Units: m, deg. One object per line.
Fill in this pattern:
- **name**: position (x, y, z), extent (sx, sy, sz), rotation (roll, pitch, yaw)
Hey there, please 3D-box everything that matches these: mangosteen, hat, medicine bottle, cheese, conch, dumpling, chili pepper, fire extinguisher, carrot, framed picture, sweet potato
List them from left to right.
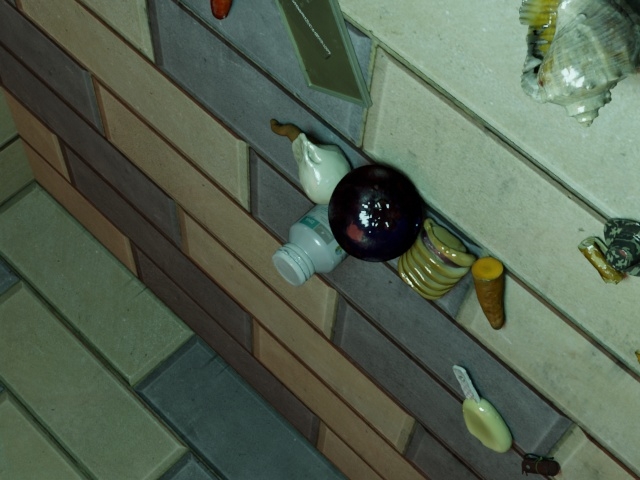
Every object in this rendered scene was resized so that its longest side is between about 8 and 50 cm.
- **chili pepper**: position (-0.196, -0.502, 1.987), extent (0.063, 0.071, 0.272), rotation (6, 157, 0)
- **sweet potato**: position (-0.057, -0.229, 2.207), extent (0.179, 0.044, 0.044), rotation (29, 151, 36)
- **framed picture**: position (-0.001, -0.369, 1.905), extent (0.184, 0.016, 0.250), rotation (25, 148, 45)
- **dumpling**: position (-0.001, -0.144, 2.148), extent (0.155, 0.111, 0.181), rotation (2, 108, 65)
- **medicine bottle**: position (0.000, 0.000, 2.237), extent (0.135, 0.215, 0.135), rotation (39, 155, 22)
- **mangosteen**: position (0.106, -0.053, 2.023), extent (0.194, 0.194, 0.230), rotation (49, 178, -2)
- **cheese**: position (0.371, 0.392, 2.417), extent (0.127, 0.050, 0.255), rotation (16, 140, 55)
- **carrot**: position (0.341, 0.116, 2.022), extent (0.061, 0.061, 0.209), rotation (32, 156, 34)
- **fire extinguisher**: position (0.510, 0.532, 2.400), extent (0.132, 0.039, 0.056), rotation (163, 100, -66)
- **conch**: position (0.325, -0.267, 1.305), extent (0.178, 0.163, 0.245), rotation (-2, 98, 43)
- **hat**: position (0.481, 0.016, 1.600), extent (0.121, 0.050, 0.121), rotation (39, 153, 24)

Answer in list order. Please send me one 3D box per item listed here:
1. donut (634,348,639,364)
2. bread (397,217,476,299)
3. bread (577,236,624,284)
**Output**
- **donut**: position (0.624, 0.223, 1.629), extent (0.217, 0.085, 0.141), rotation (22, 146, 49)
- **bread**: position (0.229, 0.045, 2.069), extent (0.134, 0.081, 0.225), rotation (46, 158, 11)
- **bread**: position (0.464, 0.033, 1.679), extent (0.083, 0.036, 0.047), rotation (51, 173, -7)
